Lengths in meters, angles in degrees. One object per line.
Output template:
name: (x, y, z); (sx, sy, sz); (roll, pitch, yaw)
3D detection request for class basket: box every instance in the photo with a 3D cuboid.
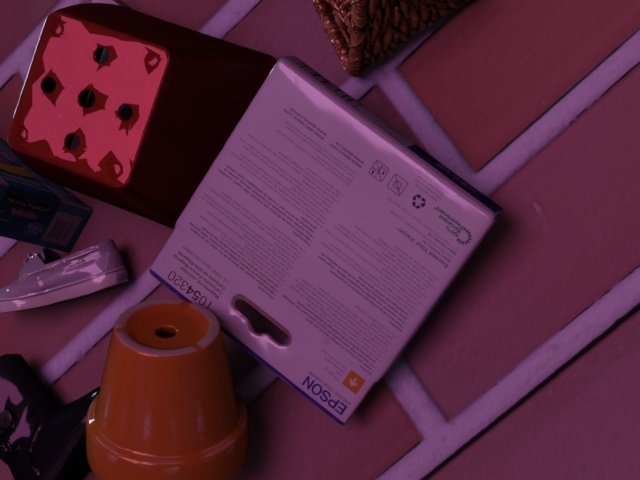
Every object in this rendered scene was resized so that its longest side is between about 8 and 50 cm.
basket: (0.027, -0.391, 1.647); (0.223, 0.213, 0.299); (-31, 67, 20)

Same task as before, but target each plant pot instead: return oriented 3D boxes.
plant pot: (-0.251, -0.168, 1.714); (0.267, 0.236, 0.267); (21, 94, 18)
plant pot: (-0.189, 0.183, 1.631); (0.205, 0.205, 0.188); (22, 124, 30)

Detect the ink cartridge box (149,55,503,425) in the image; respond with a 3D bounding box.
ink cartridge box: (0.000, 0.000, 1.615); (0.324, 0.071, 0.330); (38, 110, 10)

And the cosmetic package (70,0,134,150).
cosmetic package: (-0.336, -0.231, 1.908); (0.099, 0.060, 0.239); (40, 101, 28)

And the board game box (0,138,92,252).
board game box: (-0.524, -0.118, 1.882); (0.336, 0.254, 0.079); (35, 98, 29)

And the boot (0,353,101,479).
boot: (-0.382, 0.228, 1.832); (0.207, 0.094, 0.246); (48, 111, 23)

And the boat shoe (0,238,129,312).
boat shoe: (-0.377, 0.049, 1.867); (0.227, 0.079, 0.081); (-15, 88, 20)
